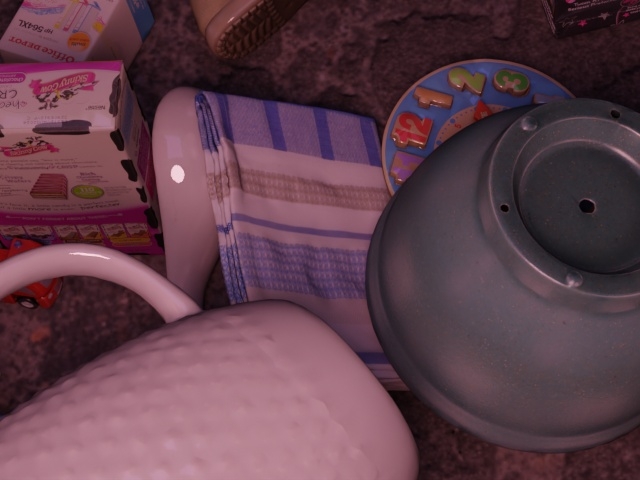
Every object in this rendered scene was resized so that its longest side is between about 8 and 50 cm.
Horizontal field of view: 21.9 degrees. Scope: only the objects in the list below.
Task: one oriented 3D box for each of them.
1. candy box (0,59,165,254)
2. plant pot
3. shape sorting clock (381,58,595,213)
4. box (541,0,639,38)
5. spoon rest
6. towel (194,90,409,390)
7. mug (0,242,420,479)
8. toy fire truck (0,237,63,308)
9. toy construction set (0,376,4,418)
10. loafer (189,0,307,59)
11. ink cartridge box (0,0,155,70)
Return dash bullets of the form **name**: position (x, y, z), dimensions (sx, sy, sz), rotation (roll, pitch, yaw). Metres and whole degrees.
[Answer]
- **candy box**: position (-0.227, -0.067, 1.450), dimensions (0.159, 0.233, 0.071), rotation (0, 64, 6)
- **plant pot**: position (0.197, 0.005, 1.344), dimensions (0.293, 0.196, 0.293), rotation (4, 65, -8)
- **shape sorting clock**: position (0.158, -0.076, 1.509), dimensions (0.206, 0.040, 0.206), rotation (0, 65, 1)
- **box**: position (0.319, -0.319, 1.561), dimensions (0.247, 0.142, 0.163), rotation (-14, 63, 0)
- **spoon rest**: position (-0.099, -0.007, 1.477), dimensions (0.084, 0.137, 0.276), rotation (-18, 71, 28)
- **towel**: position (0.000, 0.000, 1.434), dimensions (0.209, 0.034, 0.285), rotation (6, 58, -35)
- **mug**: position (-0.134, 0.168, 1.193), dimensions (0.328, 0.276, 0.374), rotation (-38, 80, -17)
- **toy fire truck**: position (-0.337, 0.005, 1.483), dimensions (0.192, 0.135, 0.047), rotation (8, 65, 11)
- **toy construction set**: position (-0.392, 0.240, 1.362), dimensions (0.328, 0.151, 0.215), rotation (-24, 63, -5)
- **loafer**: position (-0.023, -0.291, 1.612), dimensions (0.268, 0.102, 0.092), rotation (-39, 71, -12)
- **ink cartridge box**: position (-0.239, -0.192, 1.595), dimensions (0.092, 0.090, 0.143), rotation (19, 67, 15)
